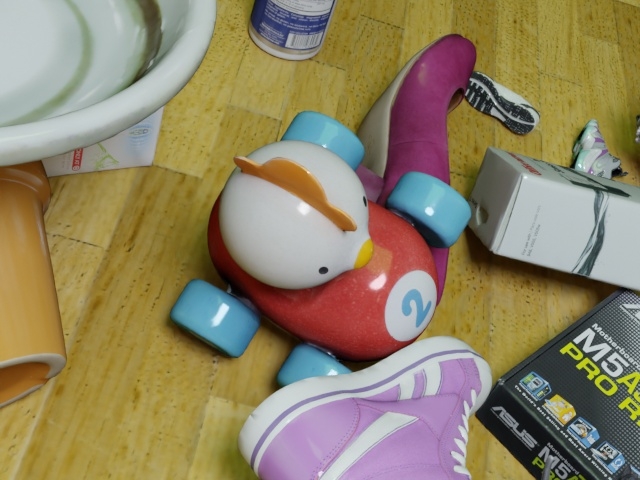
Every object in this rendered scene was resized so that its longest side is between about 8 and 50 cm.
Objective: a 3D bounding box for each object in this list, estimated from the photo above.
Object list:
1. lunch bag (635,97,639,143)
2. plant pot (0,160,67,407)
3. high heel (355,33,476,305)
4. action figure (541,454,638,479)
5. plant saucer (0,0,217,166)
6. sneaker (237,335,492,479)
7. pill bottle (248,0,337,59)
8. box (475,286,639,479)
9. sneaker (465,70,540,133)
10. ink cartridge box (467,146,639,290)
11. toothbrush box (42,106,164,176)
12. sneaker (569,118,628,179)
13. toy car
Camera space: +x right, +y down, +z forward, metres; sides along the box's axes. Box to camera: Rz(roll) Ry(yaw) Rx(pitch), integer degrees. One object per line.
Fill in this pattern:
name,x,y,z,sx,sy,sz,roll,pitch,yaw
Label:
lunch bag,0.529,-0.073,1.097,0.256,0.212,0.305,-7,51,-26
plant pot,-0.282,0.030,0.730,0.205,0.205,0.188,-17,73,-32
high heel,0.117,-0.081,1.038,0.181,0.127,0.377,41,52,2
action figure,0.224,0.283,0.715,0.275,0.141,0.164,45,50,0
plant saucer,-0.276,-0.163,0.667,0.401,0.100,0.400,11,44,-11
sneaker,0.082,0.168,0.747,0.161,0.102,0.282,37,29,29
pill bottle,-0.021,-0.301,1.131,0.094,0.169,0.094,11,46,-11
box,0.307,0.187,0.883,0.216,0.060,0.270,-27,62,-36
sneaker,0.221,-0.169,1.199,0.109,0.040,0.044,42,32,14
ink cartridge box,0.267,-0.020,0.998,0.209,0.086,0.153,14,14,-8
toothbrush box,-0.287,-0.162,0.881,0.283,0.206,0.122,-10,54,-28
sneaker,0.338,-0.099,1.176,0.069,0.038,0.098,25,55,0
toy car,0.000,0.000,0.766,0.210,0.238,0.219,31,79,8
